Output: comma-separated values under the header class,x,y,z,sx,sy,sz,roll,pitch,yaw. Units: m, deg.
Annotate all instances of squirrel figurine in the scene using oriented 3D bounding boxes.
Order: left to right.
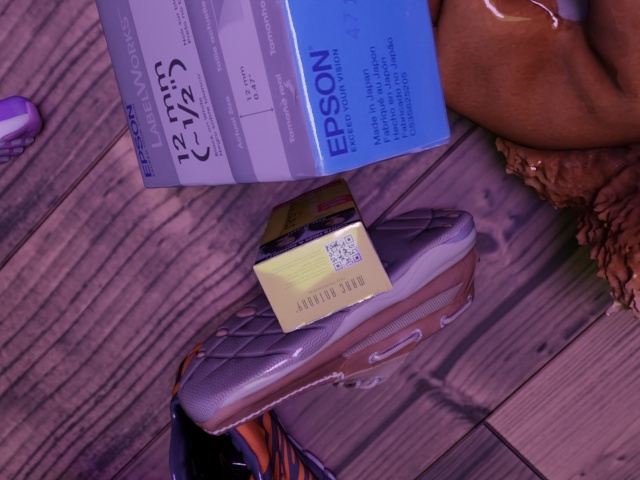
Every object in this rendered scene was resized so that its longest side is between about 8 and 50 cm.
class,x,y,z,sx,sy,sz,roll,pitch,yaw
squirrel figurine,0.272,-0.118,0.407,0.281,0.370,0.397,-42,134,-18

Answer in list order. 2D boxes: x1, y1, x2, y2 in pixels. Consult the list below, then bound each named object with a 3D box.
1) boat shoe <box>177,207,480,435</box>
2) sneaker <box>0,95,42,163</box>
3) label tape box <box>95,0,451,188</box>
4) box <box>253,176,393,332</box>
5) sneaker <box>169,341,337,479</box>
class,x,y,z,sx,sy,sz,roll,pitch,yaw
boat shoe,0.030,0.085,0.568,0.324,0.123,0.116,-29,113,-20
sneaker,-0.386,-0.101,0.583,0.236,0.095,0.104,-18,94,4
label tape box,-0.089,-0.167,0.446,0.115,0.347,0.249,-21,105,-37
box,0.000,0.000,0.534,0.087,0.232,0.058,-23,102,5
sneaker,-0.063,0.267,0.618,0.124,0.180,0.321,-31,101,6
